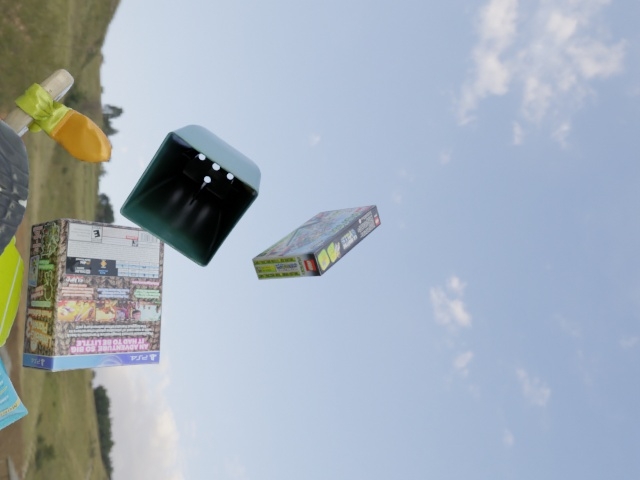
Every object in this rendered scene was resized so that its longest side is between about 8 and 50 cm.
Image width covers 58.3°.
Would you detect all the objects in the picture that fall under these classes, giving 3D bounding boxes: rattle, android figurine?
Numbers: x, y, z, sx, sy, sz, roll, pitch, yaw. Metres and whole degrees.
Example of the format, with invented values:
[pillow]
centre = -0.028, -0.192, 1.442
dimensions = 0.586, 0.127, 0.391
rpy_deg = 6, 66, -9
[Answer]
[rattle]
centre = -0.410, -0.166, 0.880
dimensions = 0.199, 0.143, 0.130
rpy_deg = -22, -132, 44
[android figurine]
centre = -0.573, 0.087, 0.994
dimensions = 0.273, 0.056, 0.248
rpy_deg = 133, -36, -63

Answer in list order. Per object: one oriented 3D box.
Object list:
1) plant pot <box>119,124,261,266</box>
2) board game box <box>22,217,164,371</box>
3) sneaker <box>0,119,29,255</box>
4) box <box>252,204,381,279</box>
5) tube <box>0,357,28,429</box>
[plant pot]
centre = -0.208, -0.103, 1.014
dimensions = 0.165, 0.165, 0.234
rpy_deg = -52, -167, 18
[board game box]
centre = -0.467, 0.115, 1.198
dimensions = 0.141, 0.232, 0.291
rpy_deg = -6, -100, 41
[sneaker]
centre = -0.436, 0.060, 0.569
dimensions = 0.182, 0.158, 0.410
rpy_deg = 11, -103, 33
[box]
centre = 0.000, 0.000, 0.888
dimensions = 0.114, 0.207, 0.036
rpy_deg = -6, -72, 33
[tube]
centre = -0.515, 0.240, 0.899
dimensions = 0.052, 0.080, 0.207
rpy_deg = 45, -39, 28
